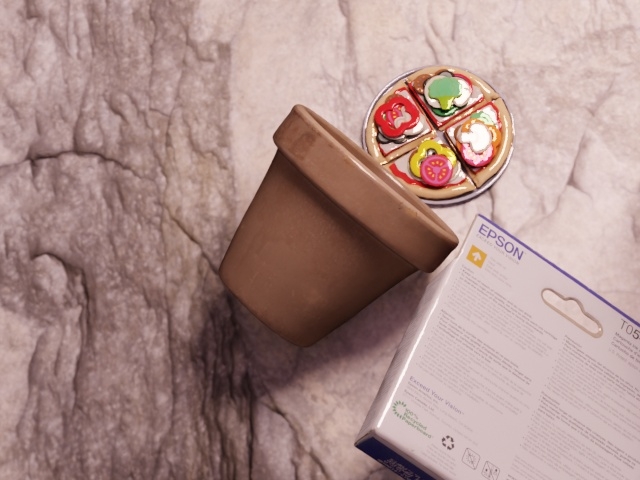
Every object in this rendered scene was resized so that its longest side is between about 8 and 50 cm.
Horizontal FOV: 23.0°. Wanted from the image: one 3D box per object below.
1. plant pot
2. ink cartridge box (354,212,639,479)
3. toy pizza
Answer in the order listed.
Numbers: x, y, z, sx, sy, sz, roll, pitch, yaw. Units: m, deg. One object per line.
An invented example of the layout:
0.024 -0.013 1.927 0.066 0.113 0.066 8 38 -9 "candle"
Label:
0.000 0.000 1.925 0.263 0.263 0.229 43 96 18 "plant pot"
0.239 0.186 1.834 0.324 0.071 0.330 35 56 -9 "ink cartridge box"
0.155 -0.144 2.062 0.201 0.032 0.201 -2 69 5 "toy pizza"
